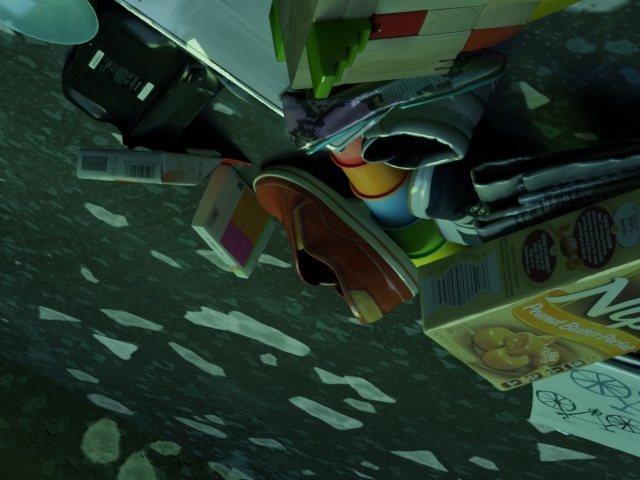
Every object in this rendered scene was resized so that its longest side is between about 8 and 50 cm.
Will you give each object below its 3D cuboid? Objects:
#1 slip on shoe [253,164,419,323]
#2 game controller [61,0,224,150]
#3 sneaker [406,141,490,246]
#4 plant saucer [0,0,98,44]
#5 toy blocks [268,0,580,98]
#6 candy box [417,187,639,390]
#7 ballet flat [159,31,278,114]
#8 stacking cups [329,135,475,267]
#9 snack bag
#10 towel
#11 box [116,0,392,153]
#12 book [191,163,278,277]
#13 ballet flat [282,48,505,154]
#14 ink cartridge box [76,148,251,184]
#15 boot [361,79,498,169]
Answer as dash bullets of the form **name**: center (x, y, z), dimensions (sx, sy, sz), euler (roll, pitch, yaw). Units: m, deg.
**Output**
- **slip on shoe**: center (0.000, 0.000, 2.026), dimensions (0.331, 0.101, 0.123), euler (40, 171, 49)
- **game controller**: center (-0.212, -0.197, 1.955), dimensions (0.166, 0.067, 0.319), euler (40, 155, -7)
- **sneaker**: center (0.195, -0.042, 1.828), dimensions (0.153, 0.099, 0.282), euler (17, 173, 19)
- **plant saucer**: center (-0.333, -0.292, 1.853), dimensions (0.195, 0.037, 0.195), euler (19, 159, 8)
- **toy blocks**: center (0.112, -0.235, 1.343), dimensions (0.260, 0.191, 0.381), euler (-7, 164, -10)
- **candy box**: center (0.281, 0.048, 1.700), dimensions (0.316, 0.088, 0.183), euler (-20, 146, 27)
- **ballet flat**: center (-0.091, -0.205, 1.793), dimensions (0.203, 0.074, 0.074), euler (34, 155, -23)
- **stacking cups**: center (0.081, -0.057, 1.936), dimensions (0.096, 0.096, 0.316), euler (6, 154, 34)
- **snack bag**: center (0.460, 0.245, 2.372), dimensions (0.323, 0.037, 0.342), euler (17, 157, 14)
- **towel**: center (0.338, -0.006, 1.735), dimensions (0.312, 0.056, 0.324), euler (-10, 147, 18)
- **box**: center (-0.034, -0.226, 1.574), dimensions (0.290, 0.087, 0.169), euler (33, 127, -26)
- **book**: center (-0.116, -0.024, 2.198), dimensions (0.035, 0.096, 0.144), euler (9, 155, 29)
- **ballet flat**: center (0.061, -0.151, 1.539), dimensions (0.221, 0.077, 0.079), euler (-21, 104, 20)
- **ink cartridge box**: center (-0.198, -0.089, 2.095), dimensions (0.145, 0.045, 0.179), euler (5, 179, 35)
- **boot**: center (0.056, -0.142, 1.723), dimensions (0.258, 0.123, 0.095), euler (3, 152, 39)
